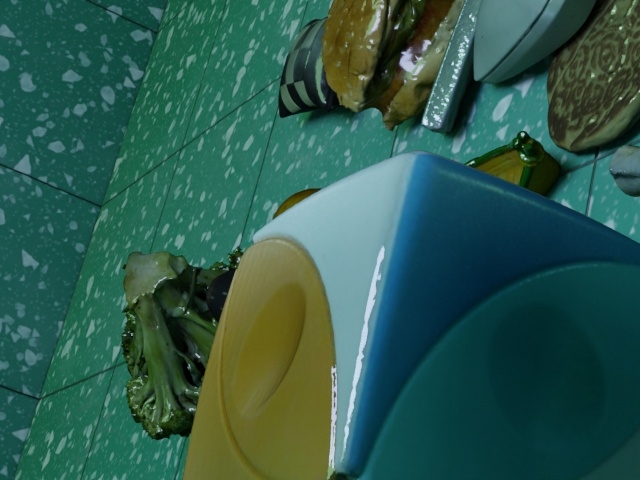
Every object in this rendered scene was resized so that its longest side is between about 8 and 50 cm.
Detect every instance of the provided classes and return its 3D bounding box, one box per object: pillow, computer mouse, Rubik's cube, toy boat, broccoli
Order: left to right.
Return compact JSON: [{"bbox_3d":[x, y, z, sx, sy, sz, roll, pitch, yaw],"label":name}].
[{"bbox_3d":[-0.177,0.132,2.055,0.304,0.283,0.321,-27,41,8],"label":"broccoli"},{"bbox_3d":[0.005,-0.287,2.266,0.186,0.106,0.250,-68,18,-5],"label":"pillow"},{"bbox_3d":[0.102,0.158,1.286,0.352,0.351,0.347,-34,39,57],"label":"Rubik's cube"},{"bbox_3d":[0.197,-0.071,1.642,0.229,0.088,0.089,-27,45,57],"label":"toy boat"},{"bbox_3d":[0.245,-0.292,1.701,0.159,0.097,0.288,-70,15,-15],"label":"computer mouse"}]

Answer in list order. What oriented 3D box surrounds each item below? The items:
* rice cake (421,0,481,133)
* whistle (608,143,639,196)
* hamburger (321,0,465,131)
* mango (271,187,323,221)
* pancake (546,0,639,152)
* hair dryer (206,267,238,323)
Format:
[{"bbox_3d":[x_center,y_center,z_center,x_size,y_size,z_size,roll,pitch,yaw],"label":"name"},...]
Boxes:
[{"bbox_3d":[0.189,-0.243,1.860,0.080,0.042,0.221,31,-101,-74],"label":"rice cake"},{"bbox_3d":[0.378,-0.063,1.261,0.068,0.057,0.326,-27,13,-20],"label":"whistle"},{"bbox_3d":[0.129,-0.344,1.972,0.209,0.162,0.330,-38,31,52],"label":"hamburger"},{"bbox_3d":[0.000,0.000,1.983,0.138,0.113,0.253,-65,24,5],"label":"mango"},{"bbox_3d":[0.327,-0.208,1.559,0.250,0.031,0.250,-49,27,36],"label":"pancake"},{"bbox_3d":[-0.035,0.218,1.869,0.304,0.120,0.359,18,109,34],"label":"hair dryer"}]
